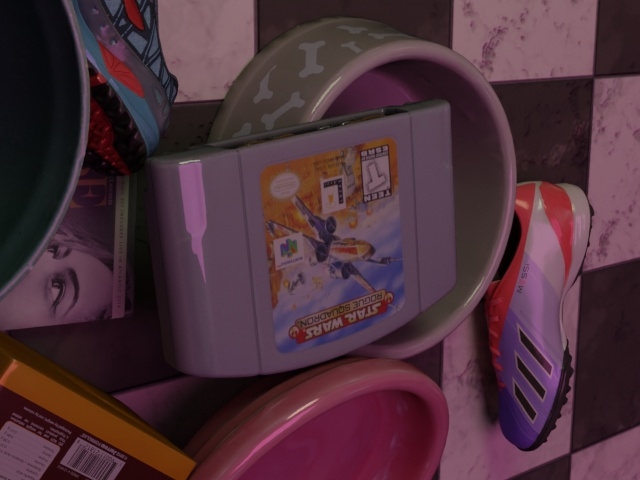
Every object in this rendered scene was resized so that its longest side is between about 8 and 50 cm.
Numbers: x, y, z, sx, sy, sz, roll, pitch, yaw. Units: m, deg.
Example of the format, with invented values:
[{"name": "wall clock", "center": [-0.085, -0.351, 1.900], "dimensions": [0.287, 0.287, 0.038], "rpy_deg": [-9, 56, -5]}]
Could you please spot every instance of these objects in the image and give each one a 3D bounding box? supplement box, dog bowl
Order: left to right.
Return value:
[{"name": "supplement box", "center": [-0.240, 0.190, 0.753], "dimensions": [0.191, 0.129, 0.194], "rpy_deg": [42, 77, -39]}, {"name": "dog bowl", "center": [0.054, -0.041, 0.967], "dimensions": [0.349, 0.102, 0.348], "rpy_deg": [-10, 106, -38]}]

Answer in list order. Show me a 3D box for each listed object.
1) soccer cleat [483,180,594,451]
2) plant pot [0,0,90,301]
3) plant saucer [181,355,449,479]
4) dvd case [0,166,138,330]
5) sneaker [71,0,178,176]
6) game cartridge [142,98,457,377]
[{"name": "soccer cleat", "center": [0.227, 0.088, 1.150], "dimensions": [0.117, 0.108, 0.318], "rpy_deg": [3, 101, -19]}, {"name": "plant pot", "center": [-0.310, -0.087, 0.569], "dimensions": [0.293, 0.196, 0.292], "rpy_deg": [-11, 107, -37]}, {"name": "plant saucer", "center": [-0.029, 0.232, 0.918], "dimensions": [0.332, 0.084, 0.332], "rpy_deg": [-27, 138, -27]}, {"name": "dvd case", "center": [-0.246, -0.009, 0.785], "dimensions": [0.221, 0.018, 0.164], "rpy_deg": [-4, 103, -39]}, {"name": "sneaker", "center": [-0.187, -0.183, 0.754], "dimensions": [0.125, 0.104, 0.261], "rpy_deg": [-61, 141, -47]}, {"name": "game cartridge", "center": [0.000, 0.000, 0.834], "dimensions": [0.297, 0.062, 0.198], "rpy_deg": [-17, 106, -35]}]
